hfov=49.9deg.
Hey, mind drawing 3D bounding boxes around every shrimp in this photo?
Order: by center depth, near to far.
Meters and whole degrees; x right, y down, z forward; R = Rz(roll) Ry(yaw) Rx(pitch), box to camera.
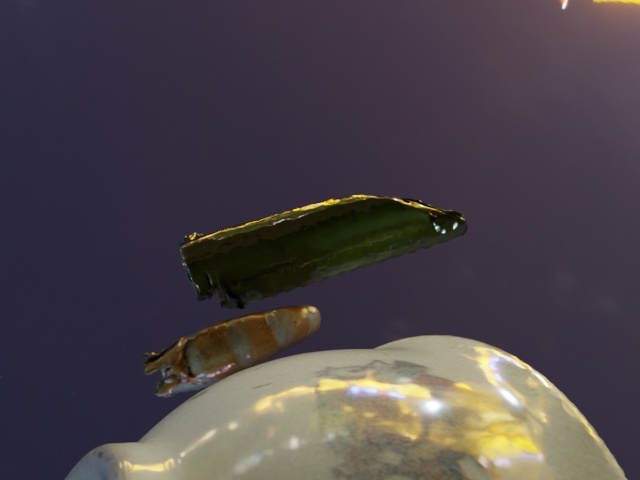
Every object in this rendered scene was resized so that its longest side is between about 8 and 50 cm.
[{"bbox_3d":[-0.085,0.130,0.915,0.185,0.287,0.068,-25,-97,19],"label":"shrimp"}]

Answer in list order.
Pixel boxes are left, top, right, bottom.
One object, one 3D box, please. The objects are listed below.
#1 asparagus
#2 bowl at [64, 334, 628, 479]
[{"bbox_3d":[0.000,0.000,0.937,0.382,0.108,0.128,-16,-155,3],"label":"asparagus"},{"bbox_3d":[-0.057,0.224,0.363,0.196,0.435,0.434,26,-117,-25],"label":"bowl"}]
